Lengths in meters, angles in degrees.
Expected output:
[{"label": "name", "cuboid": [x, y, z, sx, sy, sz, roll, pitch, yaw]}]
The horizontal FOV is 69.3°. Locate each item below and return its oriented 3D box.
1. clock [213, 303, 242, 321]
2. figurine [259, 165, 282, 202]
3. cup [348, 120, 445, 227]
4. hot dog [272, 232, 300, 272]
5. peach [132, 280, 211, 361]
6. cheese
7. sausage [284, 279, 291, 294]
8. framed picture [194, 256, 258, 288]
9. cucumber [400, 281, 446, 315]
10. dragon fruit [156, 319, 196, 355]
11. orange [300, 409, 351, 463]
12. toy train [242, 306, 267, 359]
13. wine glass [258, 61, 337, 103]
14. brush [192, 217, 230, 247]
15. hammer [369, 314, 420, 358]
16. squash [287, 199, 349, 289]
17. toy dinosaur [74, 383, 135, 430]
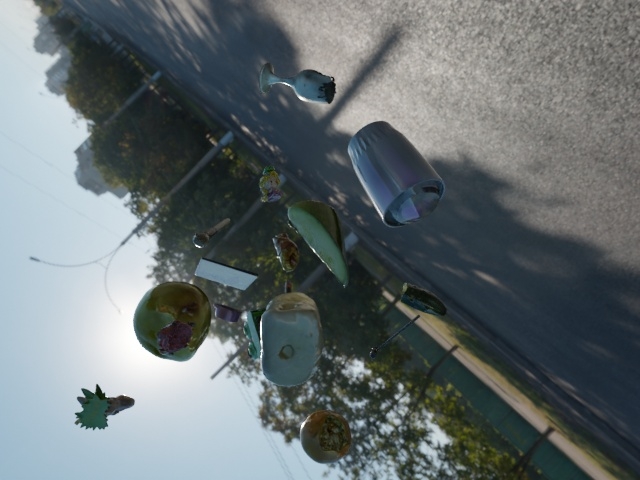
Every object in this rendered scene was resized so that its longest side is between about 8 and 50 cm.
[{"label": "clock", "cuboid": [-0.417, 0.321, 2.054, 0.110, 0.050, 0.152, 19, 173, 9]}, {"label": "figurine", "cuboid": [-0.234, -0.245, 2.050, 0.095, 0.115, 0.156, -3, -106, -53]}, {"label": "cup", "cuboid": [0.268, -0.249, 1.726, 0.371, 0.253, 0.253, 61, -173, 29]}, {"label": "hot dog", "cuboid": [-0.153, 0.044, 2.203, 0.123, 0.093, 0.261, 40, -160, -48]}, {"label": "peach", "cuboid": [-0.571, 0.306, 1.814, 0.314, 0.281, 0.315, 32, 134, 14]}, {"label": "cheese", "cuboid": [-0.081, 0.275, 1.317, 0.174, 0.248, 0.251, 0, -167, -6]}, {"label": "sausage", "cuboid": [-0.116, 0.206, 1.642, 0.028, 0.025, 0.198, 33, -152, -23]}, {"label": "framed picture", "cuboid": [-0.438, 0.158, 2.124, 0.255, 0.014, 0.339, 19, 158, -14]}, {"label": "cucumber", "cuboid": [0.236, 0.130, 1.043, 0.107, 0.035, 0.067, 23, -150, 5]}, {"label": "dragon fruit", "cuboid": [-0.471, 0.300, 1.476, 0.068, 0.126, 0.112, 27, -179, 36]}, {"label": "orange", "cuboid": [0.017, 0.573, 1.363, 0.155, 0.155, 0.134, 43, 137, 34]}, {"label": "toy train", "cuboid": [-0.265, 0.431, 2.116, 0.188, 0.132, 0.243, -50, 55, 56]}, {"label": "wine glass", "cuboid": [-0.095, -0.656, 1.947, 0.321, 0.143, 0.143, 14, 171, 12]}, {"label": "brush", "cuboid": [-0.321, -0.034, 1.399, 0.042, 0.039, 0.299, 11, -163, 1]}, {"label": "hammer", "cuboid": [0.302, 0.384, 1.876, 0.029, 0.292, 0.058, 42, -150, -1]}, {"label": "squash", "cuboid": [0.000, 0.000, 1.247, 0.169, 0.093, 0.252, 14, -142, -16]}, {"label": "toy dinosaur", "cuboid": [-0.786, 0.583, 1.678, 0.194, 0.152, 0.177, -1, 176, -12]}]
